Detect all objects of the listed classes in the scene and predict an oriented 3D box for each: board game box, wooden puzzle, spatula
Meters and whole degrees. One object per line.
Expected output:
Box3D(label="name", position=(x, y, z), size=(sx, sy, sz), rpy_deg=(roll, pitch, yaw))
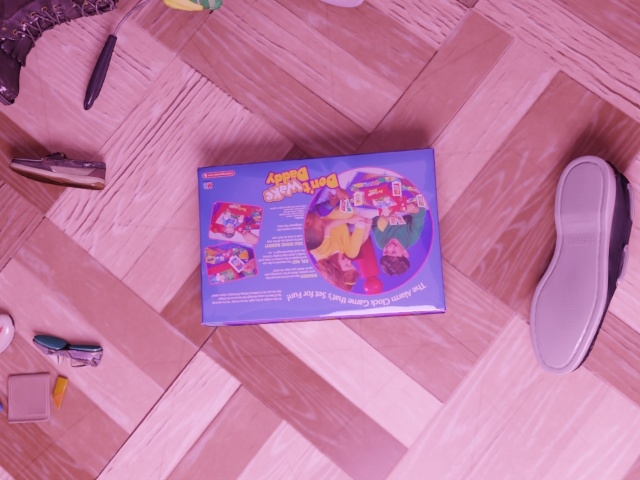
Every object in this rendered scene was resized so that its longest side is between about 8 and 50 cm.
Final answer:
Box3D(label="board game box", position=(0.000, 0.000, 1.108), size=(0.347, 0.078, 0.233), rpy_deg=(-4, 81, 7))
Box3D(label="wooden puzzle", position=(-0.444, 0.242, 1.162), size=(0.116, 0.014, 0.079), rpy_deg=(2, 78, 7))
Box3D(label="spatula", position=(-0.311, -0.341, 1.207), size=(0.030, 0.084, 0.296), rpy_deg=(28, 94, -22))

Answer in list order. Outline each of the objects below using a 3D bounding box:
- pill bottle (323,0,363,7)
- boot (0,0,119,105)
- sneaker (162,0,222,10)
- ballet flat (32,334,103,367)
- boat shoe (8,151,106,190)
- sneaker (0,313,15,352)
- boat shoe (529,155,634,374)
Box3D(label="pill bottle", position=(0.048, -0.476, 1.153), size=(0.119, 0.119, 0.209), rpy_deg=(21, 84, 10))
Box3D(label="boot", position=(-0.435, -0.359, 1.211), size=(0.228, 0.091, 0.263), rpy_deg=(-11, 78, 6))
Box3D(label="sneaker", position=(-0.175, -0.494, 1.206), size=(0.123, 0.109, 0.296), rpy_deg=(14, 80, -16))
Box3D(label="ballet flat", position=(-0.387, 0.173, 1.153), size=(0.114, 0.041, 0.041), rpy_deg=(9, 83, 9))
Box3D(label="boat shoe", position=(-0.410, -0.114, 1.193), size=(0.152, 0.056, 0.049), rpy_deg=(11, 78, -1))
Box3D(label="sneaker", position=(-0.546, 0.163, 1.154), size=(0.161, 0.075, 0.057), rpy_deg=(-28, 79, 3))
Box3D(label="boat shoe", position=(0.371, 0.039, 1.045), size=(0.114, 0.091, 0.303), rpy_deg=(13, 88, 53))
